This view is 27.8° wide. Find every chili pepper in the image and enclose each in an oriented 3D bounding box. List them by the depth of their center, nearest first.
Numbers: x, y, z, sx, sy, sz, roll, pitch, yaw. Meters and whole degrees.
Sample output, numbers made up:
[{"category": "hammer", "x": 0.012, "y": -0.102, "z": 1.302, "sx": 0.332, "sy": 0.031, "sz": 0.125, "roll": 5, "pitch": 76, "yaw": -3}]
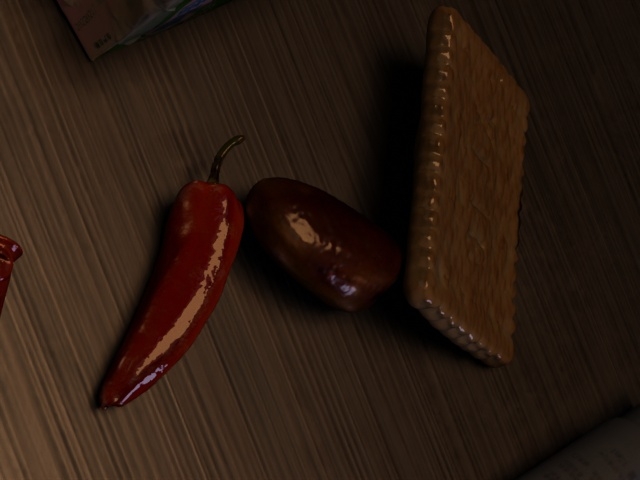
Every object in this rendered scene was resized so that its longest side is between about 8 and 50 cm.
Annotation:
[{"category": "chili pepper", "x": -0.113, "y": 0.027, "z": 1.091, "sx": 0.063, "sy": 0.071, "sz": 0.272, "roll": 64, "pitch": 42, "yaw": -57}]

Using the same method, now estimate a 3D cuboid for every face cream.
[{"category": "face cream", "x": 0.250, "y": 0.259, "z": 1.283, "sx": 0.385, "sy": 0.086, "sz": 0.136, "roll": -28, "pitch": 90, "yaw": -35}]

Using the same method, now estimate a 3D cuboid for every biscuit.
[{"category": "biscuit", "x": 0.147, "y": -0.052, "z": 1.294, "sx": 0.217, "sy": 0.044, "sz": 0.325, "roll": 35, "pitch": 54, "yaw": -50}]

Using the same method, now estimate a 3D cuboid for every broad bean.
[{"category": "broad bean", "x": 0.000, "y": 0.000, "z": 1.167, "sx": 0.165, "sy": 0.114, "sz": 0.084, "roll": 37, "pitch": 97, "yaw": -20}]

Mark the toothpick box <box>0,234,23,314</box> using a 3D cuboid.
[{"category": "toothpick box", "x": -0.258, "y": 0.036, "z": 0.984, "sx": 0.047, "sy": 0.047, "sz": 0.083, "roll": 25, "pitch": 62, "yaw": -29}]

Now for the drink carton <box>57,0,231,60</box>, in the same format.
[{"category": "drink carton", "x": -0.091, "y": -0.268, "z": 1.138, "sx": 0.271, "sy": 0.161, "sz": 0.108, "roll": -35, "pitch": 97, "yaw": -39}]
